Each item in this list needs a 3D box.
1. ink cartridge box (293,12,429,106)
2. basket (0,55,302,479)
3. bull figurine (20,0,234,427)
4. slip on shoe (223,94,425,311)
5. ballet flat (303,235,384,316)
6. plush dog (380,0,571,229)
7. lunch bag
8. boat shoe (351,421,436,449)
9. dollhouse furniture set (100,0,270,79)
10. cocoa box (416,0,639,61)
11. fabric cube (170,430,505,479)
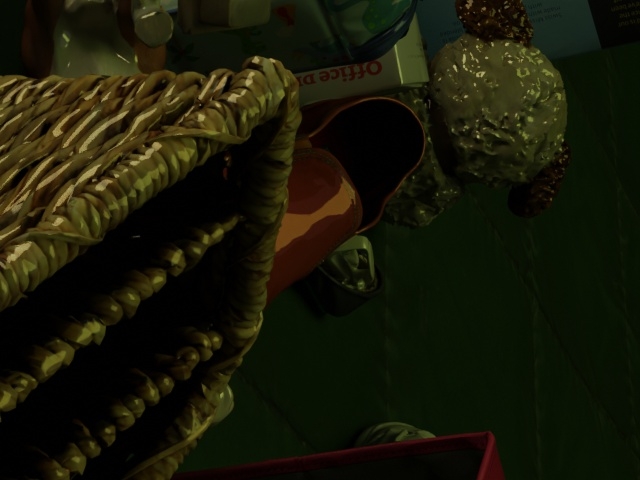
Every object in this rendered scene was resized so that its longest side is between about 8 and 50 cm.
[{"bbox_3d":[-0.004,-0.204,1.588,0.082,0.140,0.190,-14,92,-72],"label":"ink cartridge box"},{"bbox_3d":[-0.142,0.080,0.785,0.299,0.223,0.213,-41,122,-40],"label":"basket"},{"bbox_3d":[-0.122,-0.036,1.194,0.188,0.101,0.310,124,-49,-76],"label":"bull figurine"},{"bbox_3d":[-0.026,-0.025,1.427,0.331,0.101,0.123,-39,108,-51],"label":"slip on shoe"},{"bbox_3d":[0.000,0.000,1.594,0.203,0.074,0.074,49,35,-54],"label":"ballet flat"},{"bbox_3d":[0.102,-0.111,1.702,0.210,0.225,0.262,-64,139,-60],"label":"plush dog"},{"bbox_3d":[-0.035,-0.192,1.376,0.176,0.219,0.090,-82,154,-44],"label":"lunch bag"},{"bbox_3d":[0.071,0.207,1.636,0.277,0.096,0.098,-20,98,-71],"label":"boat shoe"},{"bbox_3d":[-0.177,-0.052,1.049,0.303,0.174,0.355,-15,113,-48],"label":"dollhouse furniture set"},{"bbox_3d":[0.178,-0.300,1.838,0.231,0.347,0.228,-66,141,-60],"label":"cocoa box"},{"bbox_3d":[-0.009,0.293,1.132,0.254,0.259,0.258,-61,138,-63],"label":"fabric cube"}]
